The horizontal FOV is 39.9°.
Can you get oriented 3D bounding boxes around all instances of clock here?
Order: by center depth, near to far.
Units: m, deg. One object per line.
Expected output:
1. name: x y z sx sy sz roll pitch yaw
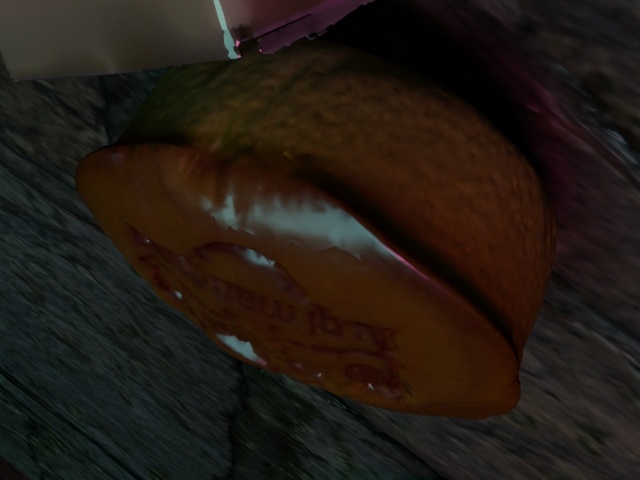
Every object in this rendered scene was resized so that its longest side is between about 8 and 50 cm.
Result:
1. clock: -0.060 -0.137 0.434 0.192 0.147 0.071 7 121 43

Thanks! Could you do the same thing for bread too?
1. bread: 0.000 0.000 0.503 0.270 0.148 0.270 23 159 9

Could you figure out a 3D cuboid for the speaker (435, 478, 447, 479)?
1. speaker: 0.115 0.378 0.810 0.153 0.231 0.192 25 146 24
